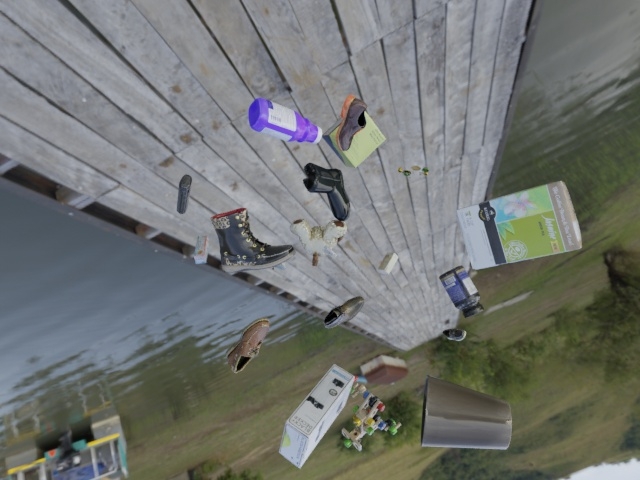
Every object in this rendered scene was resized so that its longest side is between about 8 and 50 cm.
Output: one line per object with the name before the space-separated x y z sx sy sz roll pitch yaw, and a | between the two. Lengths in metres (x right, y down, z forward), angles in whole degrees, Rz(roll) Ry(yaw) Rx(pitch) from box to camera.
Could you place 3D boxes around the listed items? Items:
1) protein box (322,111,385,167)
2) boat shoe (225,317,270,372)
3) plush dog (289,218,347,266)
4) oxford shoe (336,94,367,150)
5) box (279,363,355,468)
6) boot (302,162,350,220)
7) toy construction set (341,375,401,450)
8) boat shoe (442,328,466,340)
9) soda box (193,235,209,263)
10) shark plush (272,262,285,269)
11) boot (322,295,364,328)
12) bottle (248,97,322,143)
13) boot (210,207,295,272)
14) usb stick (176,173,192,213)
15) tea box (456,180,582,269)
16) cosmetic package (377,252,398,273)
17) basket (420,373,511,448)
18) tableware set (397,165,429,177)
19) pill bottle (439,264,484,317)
protein box | 0.155 -0.485 1.929 0.201 0.200 0.136 -44 -160 -3
boat shoe | -0.302 0.460 1.783 0.110 0.104 0.307 11 128 -39
plush dog | 0.000 0.000 1.908 0.262 0.211 0.225 1 -173 10
oxford shoe | 0.133 -0.470 1.716 0.097 0.098 0.271 -52 164 -30
box | -0.007 0.562 1.335 0.290 0.087 0.169 -36 146 -49
boot | 0.021 -0.202 1.745 0.094 0.247 0.207 -14 173 41
toy construction set | 0.179 0.862 2.004 0.237 0.309 0.257 -32 162 -23
boat shoe | 0.661 0.465 2.033 0.049 0.056 0.152 25 157 -10
soda box | -0.668 0.050 2.307 0.058 0.183 0.063 -5 127 -3
shark plush | -0.248 0.128 2.226 0.073 0.067 0.161 -2 175 32
boot | 0.102 0.319 1.805 0.219 0.082 0.106 -37 165 0
bottle | -0.123 -0.424 1.499 0.282 0.118 0.092 9 154 -38
boot | -0.326 -0.011 1.929 0.377 0.284 0.138 -9 -163 17
usb stick | -0.579 -0.191 1.738 0.045 0.077 0.278 16 157 -16
tea box | 0.692 -0.056 1.412 0.323 0.220 0.329 -18 176 33
cosmetic package | 0.359 0.121 2.174 0.041 0.115 0.060 42 158 -25
basket | 0.411 0.505 1.172 0.226 0.204 0.154 7 140 14
tableware set | 0.466 -0.343 2.052 0.154 0.024 0.104 8 164 16
pill bottle | 0.643 0.234 1.860 0.122 0.219 0.123 -24 165 -7
